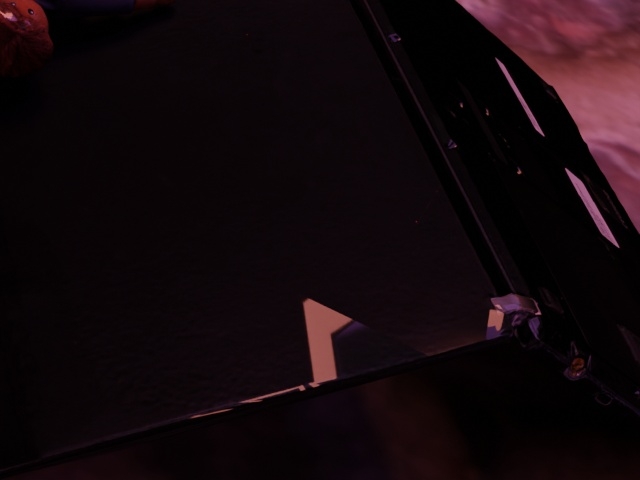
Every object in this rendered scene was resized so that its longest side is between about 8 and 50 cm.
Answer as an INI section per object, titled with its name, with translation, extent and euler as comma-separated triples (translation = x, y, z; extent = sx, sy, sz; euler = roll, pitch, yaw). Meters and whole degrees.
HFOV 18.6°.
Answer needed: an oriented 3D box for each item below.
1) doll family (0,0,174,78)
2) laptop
[doll family]
translation = -0.137, -0.115, 0.610
extent = 0.193, 0.076, 0.111
euler = 9, 41, 3
[laptop]
translation = 0.000, 0.000, 0.643
extent = 0.264, 0.136, 0.234
euler = 34, 24, -43
